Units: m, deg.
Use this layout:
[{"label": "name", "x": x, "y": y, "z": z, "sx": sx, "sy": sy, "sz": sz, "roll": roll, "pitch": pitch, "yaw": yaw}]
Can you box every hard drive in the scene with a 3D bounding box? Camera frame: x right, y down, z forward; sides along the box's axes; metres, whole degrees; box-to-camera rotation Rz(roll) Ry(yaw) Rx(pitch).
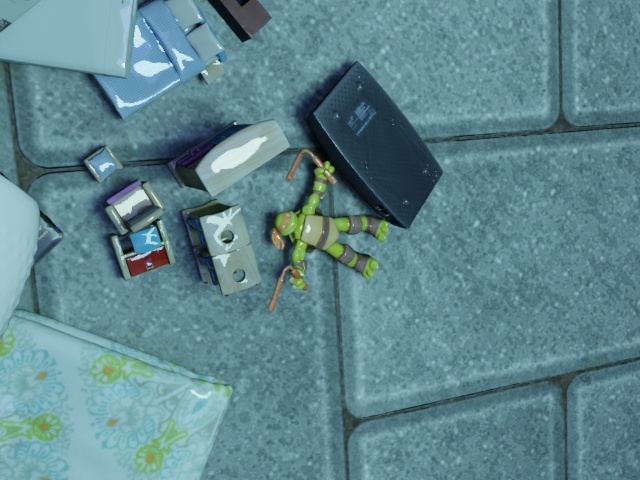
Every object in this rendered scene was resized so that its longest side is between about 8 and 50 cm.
[{"label": "hard drive", "x": -0.407, "y": -0.345, "z": 1.044, "sx": 0.307, "sy": 0.040, "sz": 0.203, "roll": 8, "pitch": 94, "yaw": -4}, {"label": "hard drive", "x": 0.091, "y": -0.157, "z": 1.289, "sx": 0.255, "sy": 0.054, "sz": 0.172, "roll": 48, "pitch": 54, "yaw": -19}]

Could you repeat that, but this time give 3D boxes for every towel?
[{"label": "towel", "x": -0.356, "y": 0.301, "z": 1.114, "sx": 0.374, "sy": 0.090, "sz": 0.321, "roll": 21, "pitch": 94, "yaw": -5}]

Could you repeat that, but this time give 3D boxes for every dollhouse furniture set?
[{"label": "dollhouse furniture set", "x": -0.242, "y": -0.206, "z": 1.098, "sx": 0.286, "sy": 0.198, "sz": 0.303, "roll": -35, "pitch": 108, "yaw": -15}, {"label": "dollhouse furniture set", "x": -0.210, "y": 0.029, "z": 1.179, "sx": 0.183, "sy": 0.129, "sz": 0.129, "roll": -20, "pitch": 104, "yaw": -20}]

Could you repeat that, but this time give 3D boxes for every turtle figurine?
[{"label": "turtle figurine", "x": 0.000, "y": 0.000, "z": 1.285, "sx": 0.217, "sy": 0.087, "sz": 0.270, "roll": 17, "pitch": 80, "yaw": -32}]

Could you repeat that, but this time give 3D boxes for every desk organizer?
[{"label": "desk organizer", "x": -0.141, "y": -0.381, "z": 1.200, "sx": 0.050, "sy": 0.047, "sz": 0.130, "roll": -47, "pitch": 111, "yaw": -13}]

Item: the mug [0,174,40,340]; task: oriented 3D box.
[{"label": "mug", "x": -0.503, "y": 0.032, "z": 0.851, "sx": 0.276, "sy": 0.374, "sz": 0.328, "roll": 27, "pitch": 77, "yaw": 16}]

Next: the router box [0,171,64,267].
[{"label": "router box", "x": -0.557, "y": 0.013, "z": 1.060, "sx": 0.309, "sy": 0.081, "sz": 0.243, "roll": -45, "pitch": 110, "yaw": -11}]

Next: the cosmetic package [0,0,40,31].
[{"label": "cosmetic package", "x": -0.475, "y": -0.328, "z": 0.944, "sx": 0.183, "sy": 0.151, "sz": 0.151, "roll": -37, "pitch": 95, "yaw": 2}]
